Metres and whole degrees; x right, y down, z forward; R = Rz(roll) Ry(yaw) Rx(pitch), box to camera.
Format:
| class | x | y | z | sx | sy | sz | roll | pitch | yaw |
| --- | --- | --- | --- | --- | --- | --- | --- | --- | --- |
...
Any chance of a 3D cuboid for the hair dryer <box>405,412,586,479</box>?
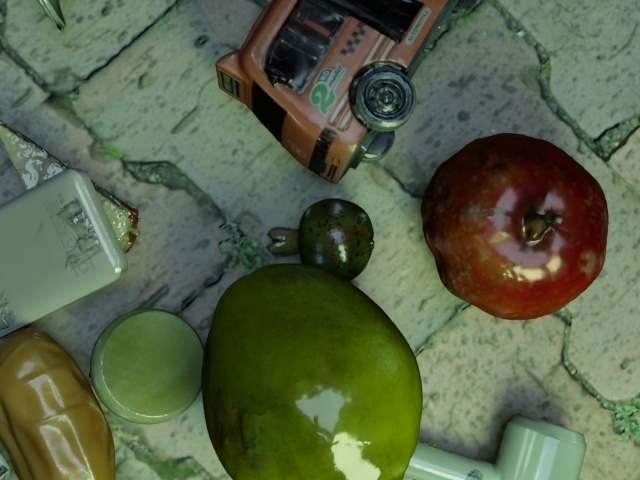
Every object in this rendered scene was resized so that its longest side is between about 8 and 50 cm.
| class | x | y | z | sx | sy | sz | roll | pitch | yaw |
| --- | --- | --- | --- | --- | --- | --- | --- | --- | --- |
| hair dryer | 0.154 | 0.281 | 1.093 | 0.357 | 0.107 | 0.173 | 17 | 81 | 1 |

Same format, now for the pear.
| class | x | y | z | sx | sy | sz | roll | pitch | yaw |
| --- | --- | --- | --- | --- | --- | --- | --- | --- | --- |
| pear | -0.017 | 0.176 | 0.983 | 0.269 | 0.269 | 0.321 | -24 | 64 | -8 |

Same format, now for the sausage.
| class | x | y | z | sx | sy | sz | roll | pitch | yaw |
| --- | --- | --- | --- | --- | --- | --- | --- | --- | --- |
| sausage | -0.324 | 0.222 | 1.013 | 0.120 | 0.136 | 0.241 | -25 | 93 | -16 |

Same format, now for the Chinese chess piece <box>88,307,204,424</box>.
| class | x | y | z | sx | sy | sz | roll | pitch | yaw |
| --- | --- | --- | --- | --- | --- | --- | --- | --- | --- |
| Chinese chess piece | -0.214 | 0.156 | 1.049 | 0.144 | 0.058 | 0.144 | 7 | 73 | -24 |

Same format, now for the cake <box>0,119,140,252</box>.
| class | x | y | z | sx | sy | sz | roll | pitch | yaw |
| --- | --- | --- | --- | --- | --- | --- | --- | --- | --- |
| cake | -0.309 | -0.070 | 1.056 | 0.117 | 0.086 | 0.220 | -24 | 89 | -8 |

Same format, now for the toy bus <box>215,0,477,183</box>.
| class | x | y | z | sx | sy | sz | roll | pitch | yaw |
| --- | --- | --- | --- | --- | --- | --- | --- | --- | --- |
| toy bus | 0.064 | -0.299 | 1.068 | 0.233 | 0.203 | 0.427 | 31 | 82 | 0 |

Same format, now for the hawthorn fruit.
| class | x | y | z | sx | sy | sz | roll | pitch | yaw |
| --- | --- | --- | --- | --- | --- | --- | --- | --- | --- |
| hawthorn fruit | 0.245 | -0.016 | 1.032 | 0.242 | 0.271 | 0.242 | 0 | 94 | -3 |

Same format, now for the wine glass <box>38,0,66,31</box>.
| class | x | y | z | sx | sy | sz | roll | pitch | yaw |
| --- | --- | --- | --- | --- | --- | --- | --- | --- | --- |
| wine glass | -0.258 | -0.367 | 1.064 | 0.232 | 0.156 | 0.156 | -28 | 90 | -4 |

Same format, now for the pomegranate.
| class | x | y | z | sx | sy | sz | roll | pitch | yaw |
| --- | --- | --- | --- | --- | --- | --- | --- | --- | --- |
| pomegranate | 0.000 | 0.000 | 1.086 | 0.142 | 0.114 | 0.114 | 1 | 85 | 16 |

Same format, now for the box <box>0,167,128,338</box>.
| class | x | y | z | sx | sy | sz | roll | pitch | yaw |
| --- | --- | --- | --- | --- | --- | --- | --- | --- | --- |
| box | -0.369 | 0.032 | 1.008 | 0.285 | 0.044 | 0.142 | -25 | 91 | 19 |

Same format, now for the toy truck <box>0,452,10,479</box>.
| class | x | y | z | sx | sy | sz | roll | pitch | yaw |
| --- | --- | --- | --- | --- | --- | --- | --- | --- | --- |
| toy truck | -0.473 | 0.221 | 1.000 | 0.242 | 0.101 | 0.125 | 48 | 58 | 5 |
